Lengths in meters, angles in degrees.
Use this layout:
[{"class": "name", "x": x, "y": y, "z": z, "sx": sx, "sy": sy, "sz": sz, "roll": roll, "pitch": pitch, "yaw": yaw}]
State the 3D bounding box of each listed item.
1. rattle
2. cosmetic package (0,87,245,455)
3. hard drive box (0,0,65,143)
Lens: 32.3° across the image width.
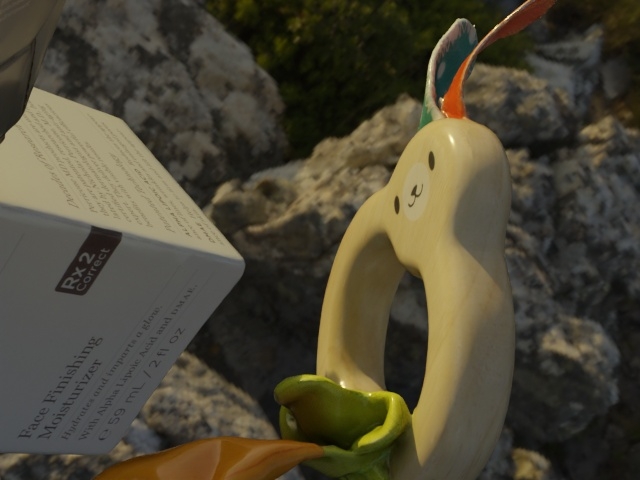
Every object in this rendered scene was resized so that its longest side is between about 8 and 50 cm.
[{"class": "rattle", "x": 0.000, "y": 0.000, "z": 0.399, "sx": 0.142, "sy": 0.200, "sz": 0.130, "roll": 9, "pitch": 15, "yaw": -5}, {"class": "cosmetic package", "x": -0.174, "y": 0.010, "z": 0.593, "sx": 0.183, "sy": 0.151, "sz": 0.151, "roll": 15, "pitch": 26, "yaw": -53}, {"class": "hard drive box", "x": -0.211, "y": -0.107, "z": 0.367, "sx": 0.232, "sy": 0.089, "sz": 0.181, "roll": 23, "pitch": 14, "yaw": -9}]
